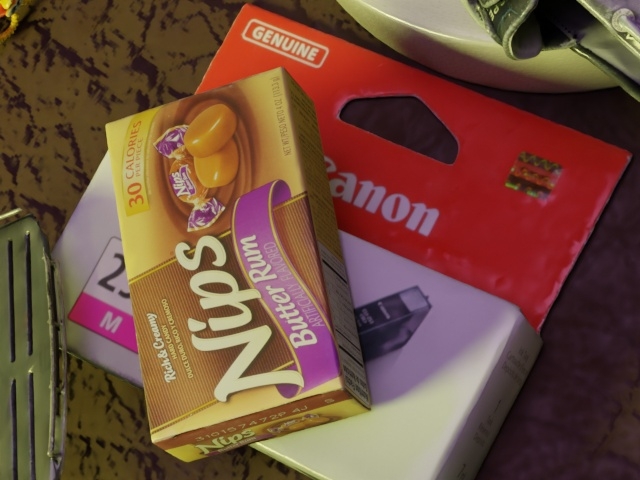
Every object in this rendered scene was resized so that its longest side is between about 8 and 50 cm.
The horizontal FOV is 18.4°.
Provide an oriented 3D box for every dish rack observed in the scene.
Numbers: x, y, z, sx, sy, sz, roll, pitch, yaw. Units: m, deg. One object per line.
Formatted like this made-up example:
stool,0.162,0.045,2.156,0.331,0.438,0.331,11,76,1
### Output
dish rack,-0.256,0.096,1.116,0.271,0.074,0.208,-20,65,32

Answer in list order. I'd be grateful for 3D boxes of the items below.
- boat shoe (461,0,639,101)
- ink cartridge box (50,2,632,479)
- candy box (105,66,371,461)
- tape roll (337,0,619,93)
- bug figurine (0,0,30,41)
boat shoe,0.117,-0.142,1.006,0.301,0.108,0.102,38,85,20
ink cartridge box,0.000,0.000,1.097,0.275,0.060,0.239,24,82,26
candy box,-0.045,0.013,1.047,0.109,0.053,0.186,-16,66,14
tape roll,0.146,-0.273,1.136,0.392,0.072,0.392,-7,69,19
bug figurine,-0.203,-0.268,1.262,0.216,0.072,0.279,36,90,33
